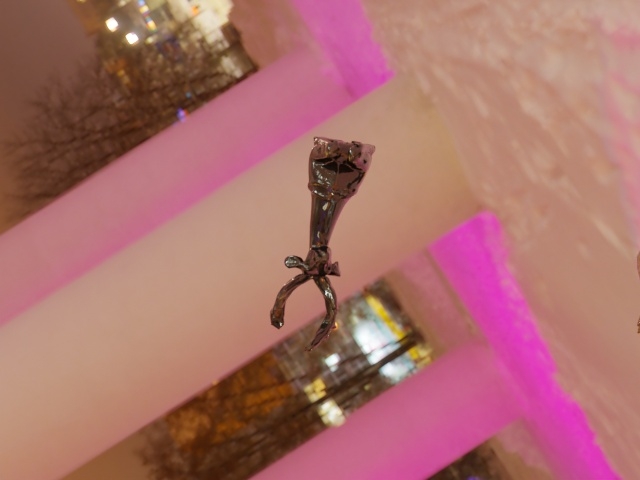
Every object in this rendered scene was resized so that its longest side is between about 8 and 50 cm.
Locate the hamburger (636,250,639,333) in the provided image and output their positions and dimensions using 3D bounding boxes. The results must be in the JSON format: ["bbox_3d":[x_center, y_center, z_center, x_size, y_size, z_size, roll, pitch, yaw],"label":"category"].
[{"bbox_3d":[0.605,0.089,1.438,0.445,0.287,0.268,21,-135,-65],"label":"hamburger"}]

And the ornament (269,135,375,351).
[{"bbox_3d":[0.000,0.000,1.119,0.202,0.080,0.236,-71,-7,-84],"label":"ornament"}]
